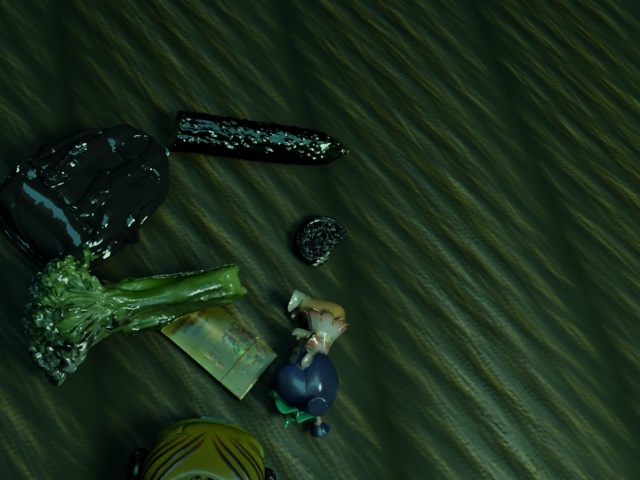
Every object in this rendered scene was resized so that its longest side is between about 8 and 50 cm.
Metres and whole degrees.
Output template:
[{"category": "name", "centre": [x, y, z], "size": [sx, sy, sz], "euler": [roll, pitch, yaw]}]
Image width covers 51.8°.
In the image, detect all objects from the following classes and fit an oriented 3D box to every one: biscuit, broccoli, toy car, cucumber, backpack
[{"category": "biscuit", "centre": [0.000, 0.000, 1.062], "size": [0.089, 0.027, 0.087], "euler": [-3, 67, -12]}, {"category": "broccoli", "centre": [-0.251, 0.090, 0.910], "size": [0.303, 0.165, 0.146], "euler": [-14, 64, -20]}, {"category": "toy car", "centre": [-0.155, 0.344, 0.823], "size": [0.200, 0.142, 0.248], "euler": [8, 68, -8]}, {"category": "cucumber", "centre": [-0.100, -0.161, 1.088], "size": [0.299, 0.072, 0.072], "euler": [7, 66, -11]}, {"category": "backpack", "centre": [-0.341, -0.073, 0.981], "size": [0.206, 0.133, 0.258], "euler": [42, 59, 4]}]

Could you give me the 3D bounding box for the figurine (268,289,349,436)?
[{"category": "figurine", "centre": [-0.014, 0.172, 0.942], "size": [0.102, 0.111, 0.195], "euler": [8, 65, 15]}]

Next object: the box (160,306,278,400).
[{"category": "box", "centre": [-0.149, 0.153, 0.971], "size": [0.156, 0.022, 0.089], "euler": [40, 67, 8]}]
